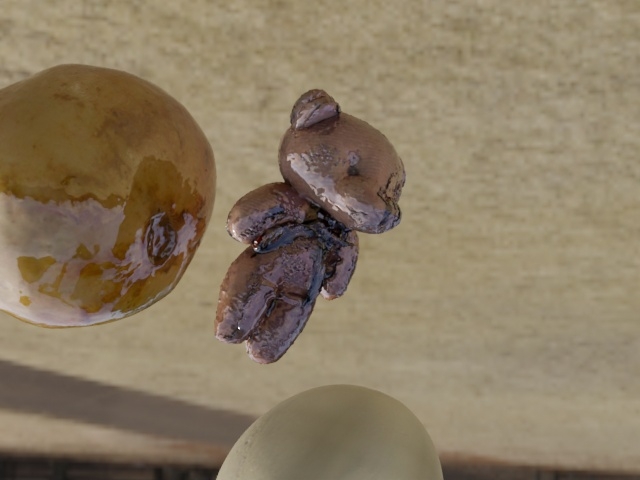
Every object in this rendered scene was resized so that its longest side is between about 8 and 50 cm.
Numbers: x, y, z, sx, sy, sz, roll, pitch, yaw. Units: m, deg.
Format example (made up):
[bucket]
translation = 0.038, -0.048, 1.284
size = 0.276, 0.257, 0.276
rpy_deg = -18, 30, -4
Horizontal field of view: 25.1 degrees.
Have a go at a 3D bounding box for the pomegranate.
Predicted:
[pomegranate]
translation = -0.302, -0.057, 1.731
size = 0.338, 0.338, 0.338
rpy_deg = 0, 168, 0

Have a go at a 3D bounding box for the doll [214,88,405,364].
[doll]
translation = 0.000, 0.000, 1.609
size = 0.156, 0.303, 0.201
rpy_deg = 16, 168, 45

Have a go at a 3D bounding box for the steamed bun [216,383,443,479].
[steamed bun]
translation = 0.001, 0.333, 1.928
size = 0.324, 0.324, 0.206
rpy_deg = -8, 130, 35
